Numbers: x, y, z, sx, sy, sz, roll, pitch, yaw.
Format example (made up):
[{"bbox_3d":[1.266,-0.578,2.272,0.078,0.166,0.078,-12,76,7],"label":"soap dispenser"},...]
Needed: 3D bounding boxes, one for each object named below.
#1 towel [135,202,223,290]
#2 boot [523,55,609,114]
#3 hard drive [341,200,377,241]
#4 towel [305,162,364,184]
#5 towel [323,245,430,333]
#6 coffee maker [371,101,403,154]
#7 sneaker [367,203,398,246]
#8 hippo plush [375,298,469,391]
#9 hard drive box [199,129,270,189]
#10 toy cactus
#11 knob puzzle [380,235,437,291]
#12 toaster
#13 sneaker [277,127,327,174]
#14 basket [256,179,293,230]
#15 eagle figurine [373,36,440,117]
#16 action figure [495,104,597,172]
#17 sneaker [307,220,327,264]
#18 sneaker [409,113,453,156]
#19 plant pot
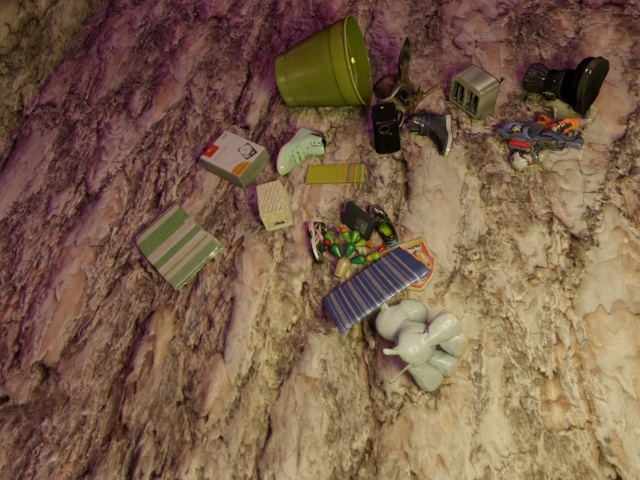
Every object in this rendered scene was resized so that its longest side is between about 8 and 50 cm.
[{"bbox_3d":[-0.573,0.015,1.780,0.325,0.038,0.248,39,76,26],"label":"towel"},{"bbox_3d":[0.897,-0.608,1.663,0.260,0.348,0.131,41,97,24],"label":"boot"},{"bbox_3d":[0.140,-0.071,1.644,0.022,0.094,0.135,-22,52,-40],"label":"hard drive"},{"bbox_3d":[0.061,-0.270,1.818,0.237,0.021,0.102,0,55,13],"label":"towel"},{"bbox_3d":[0.175,0.153,1.445,0.336,0.040,0.243,-35,20,-1],"label":"towel"},{"bbox_3d":[0.255,-0.427,1.772,0.120,0.178,0.171,13,62,21],"label":"coffee maker"},{"bbox_3d":[0.231,-0.066,1.628,0.067,0.078,0.188,-24,58,-3],"label":"sneaker"},{"bbox_3d":[0.274,0.307,1.365,0.294,0.234,0.236,-21,26,-18],"label":"hippo plush"},{"bbox_3d":[-0.364,-0.347,1.911,0.232,0.089,0.181,26,68,24],"label":"hard drive box"},{"bbox_3d":[0.102,0.047,1.583,0.219,0.112,0.180,23,81,5],"label":"toy cactus"},{"bbox_3d":[0.314,0.088,1.550,0.213,0.030,0.213,-5,60,9],"label":"knob puzzle"},{"bbox_3d":[0.621,-0.598,1.791,0.110,0.185,0.168,-33,60,-13],"label":"toaster"},{"bbox_3d":[-0.069,-0.366,1.851,0.151,0.094,0.255,18,63,27],"label":"sneaker"},{"bbox_3d":[-0.182,-0.139,1.743,0.113,0.103,0.167,-15,60,5],"label":"basket"},{"bbox_3d":[0.344,-0.679,1.901,0.226,0.225,0.298,-27,69,8],"label":"eagle figurine"},{"bbox_3d":[0.838,-0.357,1.616,0.330,0.178,0.341,-36,35,-4],"label":"action figure"},{"bbox_3d":[0.000,0.000,1.648,0.077,0.072,0.178,-7,65,-4],"label":"sneaker"},{"bbox_3d":[0.438,-0.421,1.774,0.164,0.086,0.226,6,52,3],"label":"sneaker"},{"bbox_3d":[0.004,-0.732,1.928,0.353,0.366,0.366,-7,59,21],"label":"plant pot"}]
